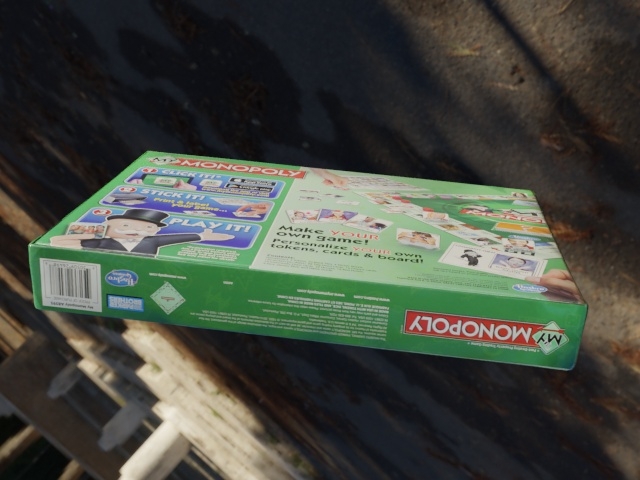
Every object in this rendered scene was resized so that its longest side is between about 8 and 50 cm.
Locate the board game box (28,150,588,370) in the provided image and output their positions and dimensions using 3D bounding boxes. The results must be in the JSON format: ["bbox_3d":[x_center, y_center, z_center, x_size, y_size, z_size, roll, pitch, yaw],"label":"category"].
[{"bbox_3d":[0.000,0.000,0.543,0.317,0.213,0.046,6,111,5],"label":"board game box"}]
